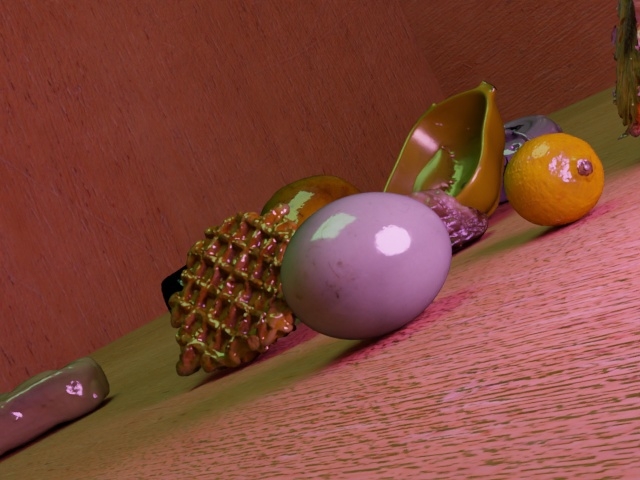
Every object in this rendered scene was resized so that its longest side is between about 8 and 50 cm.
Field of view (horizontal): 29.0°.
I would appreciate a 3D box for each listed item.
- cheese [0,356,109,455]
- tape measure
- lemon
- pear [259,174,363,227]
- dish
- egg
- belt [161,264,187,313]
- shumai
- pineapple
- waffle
[{"bbox_3d":[-0.470,0.276,2.015,0.263,0.093,0.159,-26,6,-16],"label":"cheese"},{"bbox_3d":[0.314,-0.135,2.081,0.236,0.120,0.197,-11,22,48],"label":"tape measure"},{"bbox_3d":[0.271,-0.070,1.433,0.109,0.109,0.133,-28,-3,-27],"label":"lemon"},{"bbox_3d":[0.000,0.000,1.782,0.200,0.200,0.200,-26,3,1],"label":"pear"},{"bbox_3d":[0.215,-0.106,1.936,0.221,0.108,0.262,-19,42,47],"label":"dish"},{"bbox_3d":[0.049,0.025,1.293,0.192,0.149,0.149,-19,0,-24],"label":"egg"},{"bbox_3d":[-0.164,0.101,1.839,0.078,0.151,0.198,-35,7,-22],"label":"belt"},{"bbox_3d":[0.165,-0.019,1.730,0.139,0.105,0.123,-1,-2,-3],"label":"shumai"},{"bbox_3d":[0.535,-0.218,1.623,0.286,0.209,0.344,3,34,7],"label":"pineapple"},{"bbox_3d":[-0.114,0.061,1.660,0.243,0.237,0.059,-26,-40,28],"label":"waffle"}]
